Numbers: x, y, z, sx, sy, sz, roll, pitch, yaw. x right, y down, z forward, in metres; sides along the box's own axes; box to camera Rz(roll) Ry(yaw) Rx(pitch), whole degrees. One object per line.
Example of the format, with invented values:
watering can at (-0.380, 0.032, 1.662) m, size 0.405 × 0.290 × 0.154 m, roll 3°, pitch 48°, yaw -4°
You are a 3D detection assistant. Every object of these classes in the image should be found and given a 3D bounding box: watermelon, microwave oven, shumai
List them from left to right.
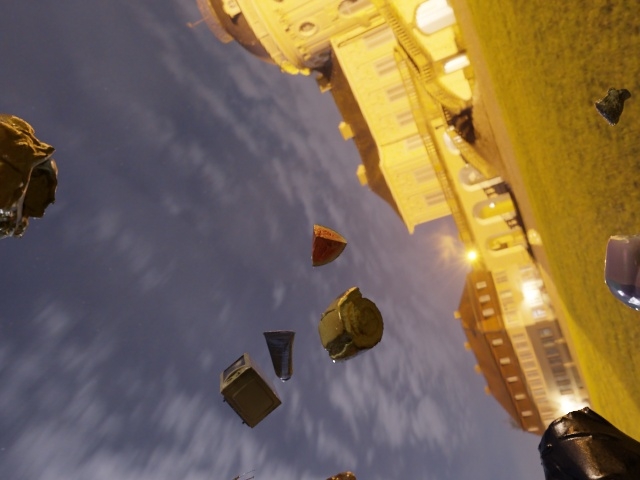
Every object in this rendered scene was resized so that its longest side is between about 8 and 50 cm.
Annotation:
microwave oven at (-0.218, 0.446, 1.584) m, size 0.163 × 0.129 × 0.205 m, roll 53°, pitch 171°, yaw -6°
watermelon at (0.000, 0.000, 1.611) m, size 0.094 × 0.125 × 0.135 m, roll 37°, pitch -160°, yaw -57°
shumai at (0.739, -0.340, 1.327) m, size 0.083 × 0.080 × 0.082 m, roll 43°, pitch -152°, yaw -12°

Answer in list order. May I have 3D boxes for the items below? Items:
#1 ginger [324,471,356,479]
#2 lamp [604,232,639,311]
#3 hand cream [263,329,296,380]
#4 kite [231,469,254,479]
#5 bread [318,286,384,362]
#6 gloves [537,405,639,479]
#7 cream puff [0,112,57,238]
ginger at (-0.044, 0.749, 1.413) m, size 0.080 × 0.166 × 0.333 m, roll 57°, pitch -133°, yaw -20°
lamp at (0.640, 0.101, 0.870) m, size 0.301 × 0.247 × 0.248 m, roll -148°, pitch 52°, yaw -63°
hand cream at (-0.110, 0.333, 1.551) m, size 0.271 × 0.091 × 0.058 m, roll 88°, pitch -179°, yaw -50°
kite at (-0.279, 0.772, 1.653) m, size 0.183 × 0.160 × 0.010 m, roll 74°, pitch 171°, yaw -84°
bread at (0.083, 0.262, 1.606) m, size 0.186 × 0.124 × 0.257 m, roll 60°, pitch -149°, yaw -1°
gloves at (0.486, 0.435, 0.882) m, size 0.152 × 0.197 × 0.301 m, roll 72°, pitch 174°, yaw -54°
cream puff at (-0.680, -0.135, 1.174) m, size 0.185 × 0.281 × 0.282 m, roll 2°, pitch -111°, yaw -38°
